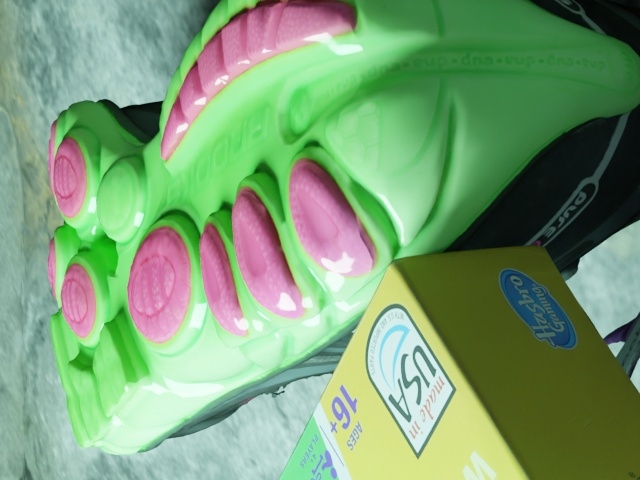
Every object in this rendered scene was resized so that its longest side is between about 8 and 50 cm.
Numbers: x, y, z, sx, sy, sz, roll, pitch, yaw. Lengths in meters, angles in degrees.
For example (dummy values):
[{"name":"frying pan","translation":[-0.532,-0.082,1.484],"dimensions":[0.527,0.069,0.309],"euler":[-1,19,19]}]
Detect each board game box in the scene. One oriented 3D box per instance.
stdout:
[{"name":"board game box","translation":[0.074,0.196,0.569],"dimensions":[0.316,0.064,0.242],"euler":[59,139,36]}]

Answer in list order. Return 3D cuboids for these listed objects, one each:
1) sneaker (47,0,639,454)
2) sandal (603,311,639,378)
[{"name":"sneaker","translation":[0.000,0.000,0.805],"dimensions":[0.483,0.202,0.185],"euler":[164,105,-66]},{"name":"sandal","translation":[0.141,0.073,0.663],"dimensions":[0.102,0.169,0.416],"euler":[22,130,23]}]
